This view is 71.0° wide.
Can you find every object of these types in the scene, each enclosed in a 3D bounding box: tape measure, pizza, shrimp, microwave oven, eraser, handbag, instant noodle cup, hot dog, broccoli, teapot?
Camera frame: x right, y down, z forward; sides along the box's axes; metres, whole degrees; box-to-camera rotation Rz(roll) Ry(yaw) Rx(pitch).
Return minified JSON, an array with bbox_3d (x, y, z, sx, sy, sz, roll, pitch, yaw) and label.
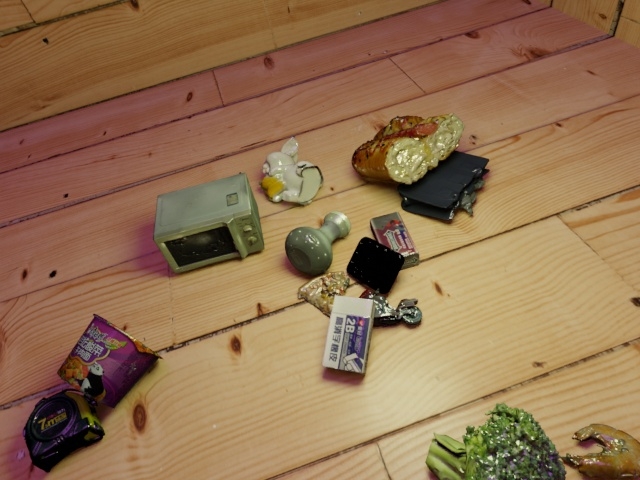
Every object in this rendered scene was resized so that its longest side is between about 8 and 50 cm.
[{"bbox_3d":[-0.731,0.527,1.284,0.199,0.112,0.186,-27,54,-20],"label":"tape measure"},{"bbox_3d":[0.025,0.184,1.475,0.185,0.052,0.195,-23,47,-5],"label":"pizza"},{"bbox_3d":[0.657,0.495,1.045,0.187,0.052,0.132,-4,27,2],"label":"shrimp"},{"bbox_3d":[-0.410,-0.061,1.692,0.355,0.218,0.286,-16,44,-2],"label":"microwave oven"},{"bbox_3d":[0.085,0.274,1.311,0.124,0.068,0.210,4,72,21],"label":"eraser"},{"bbox_3d":[0.481,-0.209,1.698,0.269,0.118,0.325,24,58,39],"label":"handbag"},{"bbox_3d":[-0.632,0.365,1.336,0.251,0.251,0.190,19,62,28],"label":"instant noodle cup"},{"bbox_3d":[0.306,-0.367,1.770,0.367,0.196,0.365,-37,19,-17],"label":"hot dog"},{"bbox_3d":[0.372,0.540,0.957,0.249,0.302,0.375,21,81,4],"label":"broccoli"},{"bbox_3d":[0.000,0.000,1.585,0.183,0.183,0.251,20,42,28],"label":"teapot"}]

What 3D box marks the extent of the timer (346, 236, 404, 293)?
[{"bbox_3d":[0.182,0.080,1.490,0.187,0.055,0.144,31,98,44],"label":"timer"}]

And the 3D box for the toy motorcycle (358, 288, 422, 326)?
[{"bbox_3d":[0.205,0.209,1.392,0.213,0.082,0.122,0,57,1],"label":"toy motorcycle"}]

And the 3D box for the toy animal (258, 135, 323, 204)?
[{"bbox_3d":[-0.131,-0.287,1.876,0.247,0.183,0.310,-31,43,-23],"label":"toy animal"}]

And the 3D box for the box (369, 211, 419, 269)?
[{"bbox_3d":[0.258,0.000,1.583,0.120,0.069,0.224,-16,45,-1],"label":"box"}]
